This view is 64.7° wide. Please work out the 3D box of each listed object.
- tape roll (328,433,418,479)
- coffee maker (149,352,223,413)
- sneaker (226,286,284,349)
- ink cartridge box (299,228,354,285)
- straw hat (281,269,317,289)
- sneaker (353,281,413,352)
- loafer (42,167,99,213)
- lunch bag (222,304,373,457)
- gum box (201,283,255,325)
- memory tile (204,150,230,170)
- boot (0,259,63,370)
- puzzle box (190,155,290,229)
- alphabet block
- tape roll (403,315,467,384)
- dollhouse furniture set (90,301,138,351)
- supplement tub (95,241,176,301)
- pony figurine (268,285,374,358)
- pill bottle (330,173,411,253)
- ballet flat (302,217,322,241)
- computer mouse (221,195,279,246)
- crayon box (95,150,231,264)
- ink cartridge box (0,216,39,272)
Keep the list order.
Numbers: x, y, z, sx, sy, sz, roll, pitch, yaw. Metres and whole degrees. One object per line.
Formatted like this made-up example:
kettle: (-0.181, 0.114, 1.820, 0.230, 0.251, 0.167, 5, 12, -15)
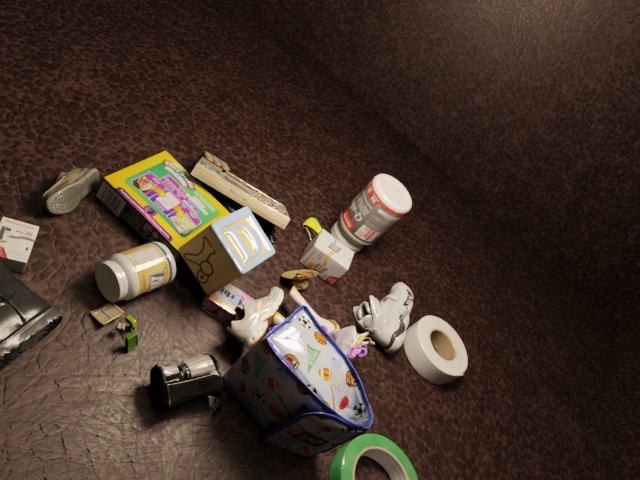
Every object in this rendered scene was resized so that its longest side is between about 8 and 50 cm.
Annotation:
tape roll: (0.176, 0.786, 1.605, 0.321, 0.077, 0.321, 24, 42, -23)
coffee maker: (-0.372, 0.416, 1.421, 0.178, 0.120, 0.171, -6, 60, -45)
sneaker: (-0.213, 0.227, 1.665, 0.121, 0.099, 0.262, 36, 39, -5)
ink cartridge box: (0.026, 0.069, 2.110, 0.176, 0.128, 0.127, 37, 38, -8)
straw hat: (-0.078, 0.160, 1.978, 0.144, 0.144, 0.061, -15, 108, -49)
sneaker: (0.265, 0.276, 2.121, 0.210, 0.137, 0.366, 36, 41, -14)
loafer: (-0.810, -0.164, 1.616, 0.087, 0.095, 0.251, 15, 30, 3)
lunch bag: (-0.063, 0.451, 1.499, 0.385, 0.328, 0.239, 49, 42, 5)
gum box: (-0.302, 0.221, 1.718, 0.188, 0.062, 0.107, 35, 38, -11)
memory tile: (-0.434, -0.331, 2.110, 0.113, 0.012, 0.148, 30, 9, -23)
boot: (-0.905, 0.134, 1.178, 0.445, 0.146, 0.367, 44, 30, -3)
puzzle box: (-0.311, -0.194, 2.009, 0.408, 0.052, 0.272, 31, 8, -15)
alphabet block: (-0.303, 0.034, 1.652, 0.193, 0.197, 0.193, 59, 36, -1)
tape roll: (0.497, 0.472, 2.180, 0.286, 0.100, 0.286, 25, 41, -24)
dollhouse furniture set: (-0.587, 0.249, 1.464, 0.151, 0.059, 0.076, 34, 41, 19)
supplement tub: (-0.559, 0.095, 1.536, 0.144, 0.144, 0.199, 52, 38, 10)
pony figurine: (0.003, 0.348, 1.742, 0.363, 0.303, 0.351, 29, 28, 3)
pill bottle: (0.217, -0.109, 2.259, 0.210, 0.363, 0.210, 25, 41, -24)
ballet flat: (0.000, 0.000, 2.211, 0.077, 0.077, 0.231, -28, 72, -30)
computer mouse: (-0.292, -0.082, 2.017, 0.272, 0.072, 0.189, 33, 29, -30)
crayon box: (-0.540, -0.120, 1.792, 0.363, 0.106, 0.313, 45, 36, 0)
ink cartridge box: (-0.860, 0.011, 1.413, 0.099, 0.056, 0.135, 19, 44, -28)
